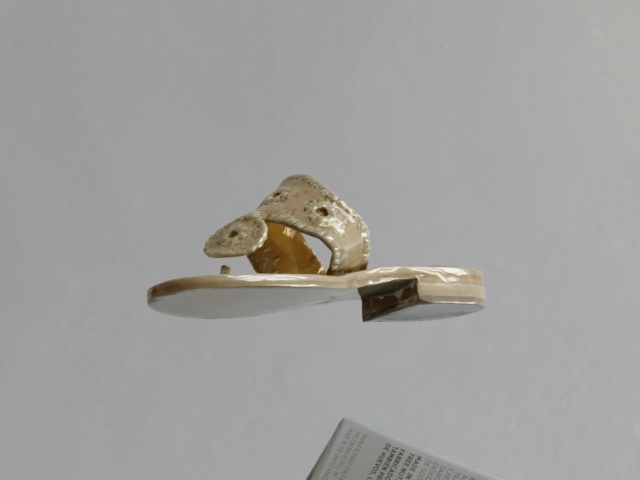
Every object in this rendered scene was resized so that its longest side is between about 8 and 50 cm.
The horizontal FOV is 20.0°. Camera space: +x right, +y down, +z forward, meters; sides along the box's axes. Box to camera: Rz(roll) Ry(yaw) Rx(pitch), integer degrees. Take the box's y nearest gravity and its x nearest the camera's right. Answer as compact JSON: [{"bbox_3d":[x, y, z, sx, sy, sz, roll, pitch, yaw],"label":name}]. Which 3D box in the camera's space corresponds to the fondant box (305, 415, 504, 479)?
[{"bbox_3d":[0.160,0.237,0.997,0.330,0.238,0.096,20,-112,29],"label":"fondant box"}]

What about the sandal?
[{"bbox_3d":[-0.004,0.001,1.052,0.088,0.240,0.079,-20,-109,48],"label":"sandal"}]
